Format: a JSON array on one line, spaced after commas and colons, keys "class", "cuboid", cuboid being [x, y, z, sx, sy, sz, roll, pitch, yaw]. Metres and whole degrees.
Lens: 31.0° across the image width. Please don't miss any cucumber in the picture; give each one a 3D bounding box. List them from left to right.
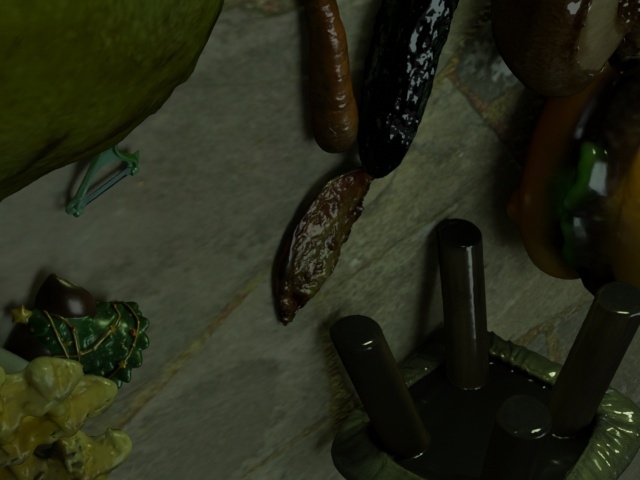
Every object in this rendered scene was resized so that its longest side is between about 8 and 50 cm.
[{"class": "cucumber", "cuboid": [0.088, -0.200, 1.103, 0.081, 0.072, 0.303, -9, 121, -54]}]

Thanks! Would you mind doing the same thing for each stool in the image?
[{"class": "stool", "cuboid": [0.198, 0.169, 1.328, 0.310, 0.310, 0.226, -41, 143, -36]}]

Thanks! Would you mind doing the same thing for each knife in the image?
[{"class": "knife", "cuboid": [-0.149, -0.074, 0.835, 0.078, 0.022, 0.166, -48, 176, -32]}]

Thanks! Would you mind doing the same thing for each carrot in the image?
[{"class": "carrot", "cuboid": [0.007, -0.160, 1.042, 0.047, 0.047, 0.191, -41, 142, -32]}]

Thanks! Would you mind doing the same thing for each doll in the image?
[{"class": "doll", "cuboid": [-0.186, 0.078, 0.904, 0.078, 0.076, 0.113, -58, 149, 9]}]

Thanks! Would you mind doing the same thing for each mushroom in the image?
[{"class": "mushroom", "cuboid": [0.292, -0.297, 1.258, 0.297, 0.163, 0.278, -56, 140, -12]}]

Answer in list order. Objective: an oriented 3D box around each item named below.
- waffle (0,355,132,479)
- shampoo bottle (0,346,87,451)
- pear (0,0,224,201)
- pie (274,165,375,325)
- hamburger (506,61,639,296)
[{"class": "waffle", "cuboid": [-0.261, 0.170, 0.801, 0.261, 0.056, 0.250, -46, 145, 23]}, {"class": "shampoo bottle", "cuboid": [-0.246, 0.139, 0.876, 0.108, 0.051, 0.221, -47, 147, -2]}, {"class": "pear", "cuboid": [-0.221, -0.150, 0.431, 0.413, 0.352, 0.352, 17, 99, -62]}, {"class": "pie", "cuboid": [0.000, -0.002, 1.166, 0.191, 0.033, 0.088, -60, 145, -4]}, {"class": "hamburger", "cuboid": [0.438, -0.092, 1.511, 0.396, 0.277, 0.396, -32, 136, -37]}]
